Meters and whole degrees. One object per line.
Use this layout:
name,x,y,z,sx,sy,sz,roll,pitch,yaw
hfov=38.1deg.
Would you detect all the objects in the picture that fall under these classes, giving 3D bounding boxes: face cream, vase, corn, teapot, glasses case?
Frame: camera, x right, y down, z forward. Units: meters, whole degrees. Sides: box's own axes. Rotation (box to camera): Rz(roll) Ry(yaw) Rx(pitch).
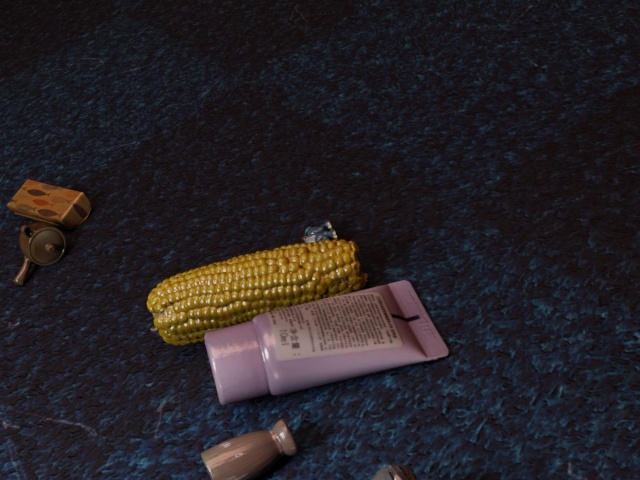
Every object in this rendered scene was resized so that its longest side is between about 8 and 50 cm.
face cream,0.002,0.121,1.116,0.273,0.096,0.154,-13,33,-8
vase,-0.077,0.238,1.027,0.100,0.053,0.053,-25,36,-8
corn,-0.094,0.067,1.211,0.310,0.101,0.101,-16,37,10
teapot,-0.471,0.016,1.500,0.080,0.085,0.110,25,77,47
glasses case,-0.475,-0.061,1.626,0.170,0.041,0.065,13,61,38

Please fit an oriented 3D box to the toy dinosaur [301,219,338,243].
toy dinosaur,0.000,0.000,1.302,0.047,0.030,0.083,-23,36,-4

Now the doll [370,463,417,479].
doll,-0.027,0.334,0.788,0.340,0.158,0.246,-30,35,-9
